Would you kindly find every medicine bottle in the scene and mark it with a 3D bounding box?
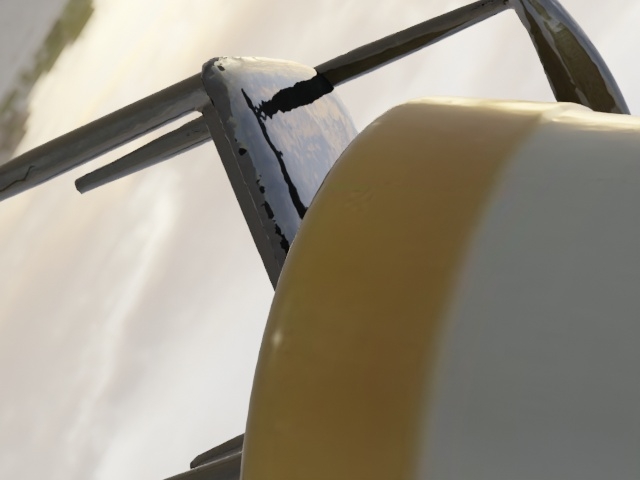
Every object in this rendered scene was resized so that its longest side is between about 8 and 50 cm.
[{"bbox_3d":[0.125,0.078,0.616,0.232,0.238,0.238,7,-122,25],"label":"medicine bottle"}]

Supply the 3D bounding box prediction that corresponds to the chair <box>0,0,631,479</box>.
[{"bbox_3d":[0.000,0.000,0.830,0.272,0.188,0.166,-23,179,18],"label":"chair"}]
